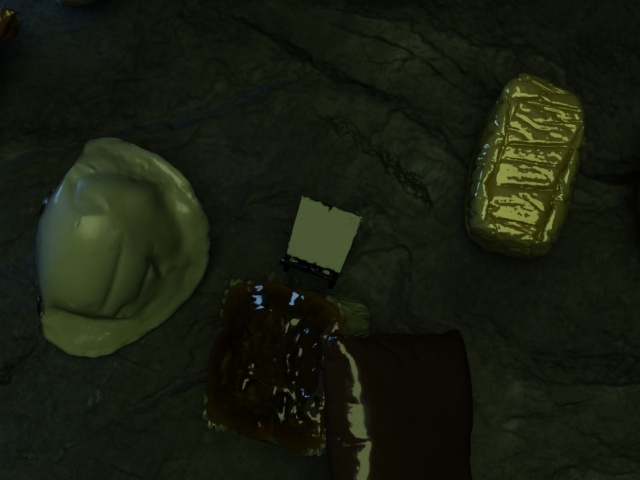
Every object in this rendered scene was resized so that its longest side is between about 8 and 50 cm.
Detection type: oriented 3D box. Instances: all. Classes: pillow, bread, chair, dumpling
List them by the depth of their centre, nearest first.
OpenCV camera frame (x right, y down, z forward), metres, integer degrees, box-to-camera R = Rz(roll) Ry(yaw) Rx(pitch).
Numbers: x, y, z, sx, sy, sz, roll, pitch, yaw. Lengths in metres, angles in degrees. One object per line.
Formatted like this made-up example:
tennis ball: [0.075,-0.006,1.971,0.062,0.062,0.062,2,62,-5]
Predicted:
pillow: [0.103,0.262,1.319,0.108,0.308,0.305,-6,84,34]
chair: [0.000,0.000,1.362,0.084,0.212,0.101,19,85,1]
bread: [-0.044,0.158,1.369,0.192,0.110,0.209,10,84,27]
dumpling: [-0.259,0.014,1.404,0.227,0.243,0.175,11,44,-17]
bread: [0.270,-0.095,1.430,0.140,0.106,0.236,15,84,2]

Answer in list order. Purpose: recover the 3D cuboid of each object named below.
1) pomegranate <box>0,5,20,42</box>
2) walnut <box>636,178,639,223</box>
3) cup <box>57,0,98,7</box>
pomegranate: [-0.519,-0.269,1.398,0.207,0.207,0.207,0,84,-1]
walnut: [0.526,-0.076,1.383,0.225,0.225,0.261,25,79,2]
cup: [-0.330,-0.454,1.424,0.202,0.173,0.255,-40,87,-6]
